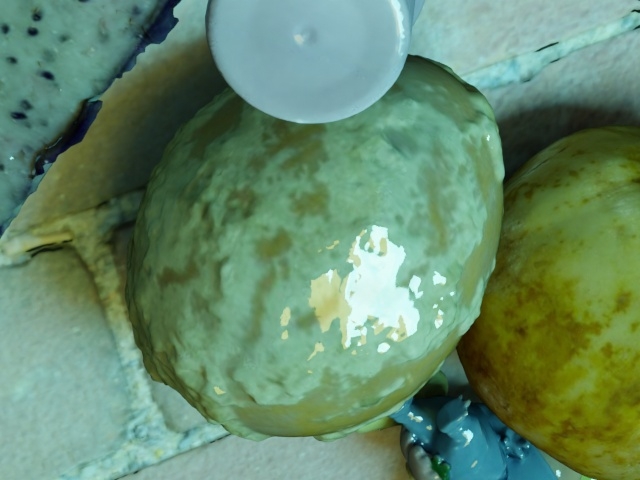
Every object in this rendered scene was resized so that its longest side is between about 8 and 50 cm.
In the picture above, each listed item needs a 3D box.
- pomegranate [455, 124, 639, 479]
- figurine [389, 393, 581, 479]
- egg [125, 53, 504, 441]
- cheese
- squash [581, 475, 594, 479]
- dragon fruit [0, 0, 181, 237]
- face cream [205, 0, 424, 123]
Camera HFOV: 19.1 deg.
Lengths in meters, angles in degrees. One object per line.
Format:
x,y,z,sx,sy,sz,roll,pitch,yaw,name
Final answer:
0.204,0.036,1.192,0.248,0.248,0.248,-14,130,-18,pomegranate
0.122,0.139,1.289,0.144,0.114,0.178,-50,135,-7,figurine
0.000,0.000,1.076,0.245,0.203,0.203,-49,132,-1,egg
0.053,0.105,1.291,0.083,0.030,0.044,-8,136,-38,cheese
0.183,0.187,1.395,0.250,0.083,0.083,-40,132,1,squash
-0.177,-0.142,0.884,0.221,0.204,0.283,29,128,-15,dragon fruit
0.009,-0.158,0.927,0.096,0.274,0.154,12,121,0,face cream
